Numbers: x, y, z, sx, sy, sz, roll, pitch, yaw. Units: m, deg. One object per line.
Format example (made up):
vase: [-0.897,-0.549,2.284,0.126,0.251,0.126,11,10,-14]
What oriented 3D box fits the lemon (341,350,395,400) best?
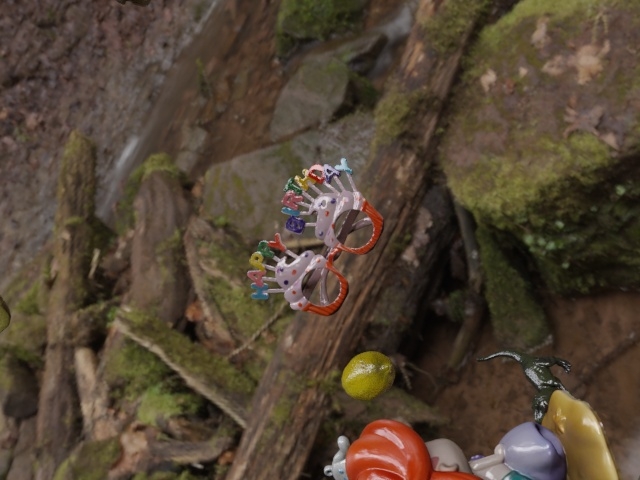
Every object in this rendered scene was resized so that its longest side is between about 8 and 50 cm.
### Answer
lemon: [0.083,0.229,1.336,0.110,0.082,0.082,-43,34,44]

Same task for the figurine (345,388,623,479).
figurine: [0.170,0.272,0.827,0.181,0.257,0.208,116,140,-78]

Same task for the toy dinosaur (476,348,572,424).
toy dinosaur: [0.430,0.287,1.644,0.187,0.178,0.087,-80,2,-59]

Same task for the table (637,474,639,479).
table: [0.507,0.424,1.020,0.222,0.272,0.335,26,113,30]

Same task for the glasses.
glasses: [-0.006,-0.003,1.207,0.256,0.162,0.095,-61,2,2]

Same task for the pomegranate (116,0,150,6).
pomegranate: [-0.207,-0.316,0.739,0.179,0.179,0.210,-59,5,10]

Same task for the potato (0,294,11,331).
potato: [-0.551,0.111,1.271,0.066,0.103,0.096,-98,27,-59]

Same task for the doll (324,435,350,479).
doll: [0.062,0.359,1.261,0.113,0.135,0.072,-24,29,20]
